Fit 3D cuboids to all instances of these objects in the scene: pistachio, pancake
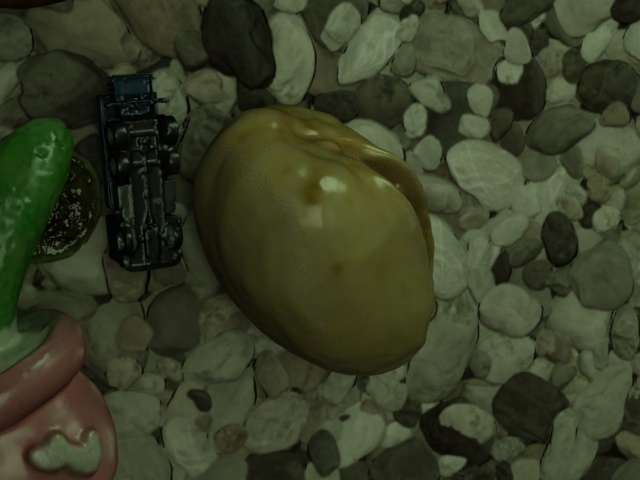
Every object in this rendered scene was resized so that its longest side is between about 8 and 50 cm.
[{"bbox_3d":[0.000,0.000,1.253,0.238,0.229,0.321,-24,116,26],"label":"pistachio"},{"bbox_3d":[-0.286,-0.037,1.241,0.116,0.022,0.130,18,95,-22],"label":"pancake"}]

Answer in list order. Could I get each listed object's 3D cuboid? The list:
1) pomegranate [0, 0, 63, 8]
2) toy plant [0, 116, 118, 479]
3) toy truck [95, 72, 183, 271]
[{"bbox_3d":[-0.273,-0.370,1.065,0.319,0.319,0.319,-3,97,-21],"label":"pomegranate"},{"bbox_3d":[-0.320,0.099,1.155,0.317,0.210,0.356,-34,107,-38],"label":"toy plant"},{"bbox_3d":[-0.195,-0.072,1.235,0.074,0.088,0.202,-9,103,-29],"label":"toy truck"}]
